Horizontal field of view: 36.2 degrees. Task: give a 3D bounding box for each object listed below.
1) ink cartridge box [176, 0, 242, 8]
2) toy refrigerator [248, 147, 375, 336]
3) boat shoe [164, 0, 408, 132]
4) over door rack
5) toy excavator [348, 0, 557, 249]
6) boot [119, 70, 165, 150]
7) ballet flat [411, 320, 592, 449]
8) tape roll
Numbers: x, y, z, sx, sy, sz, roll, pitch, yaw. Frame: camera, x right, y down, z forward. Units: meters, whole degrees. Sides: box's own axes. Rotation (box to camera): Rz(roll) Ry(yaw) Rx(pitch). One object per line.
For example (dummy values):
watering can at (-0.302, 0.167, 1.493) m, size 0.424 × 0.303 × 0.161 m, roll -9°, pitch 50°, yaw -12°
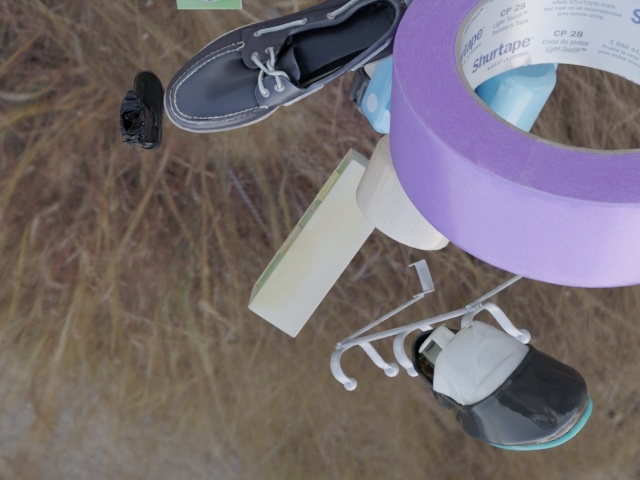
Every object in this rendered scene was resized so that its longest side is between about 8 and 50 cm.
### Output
ink cartridge box at (-0.177, -0.468, 1.516) m, size 0.109 × 0.062 × 0.209 m, roll 0°, pitch 129°, yaw 3°
toy refrigerator at (0.000, 0.000, 1.452) m, size 0.094 × 0.102 × 0.269 m, roll 34°, pitch 103°, yaw -8°
boat shoe at (-0.029, -0.142, 0.751) m, size 0.206 × 0.065 × 0.075 m, roll -21°, pitch 93°, yaw 3°
over door rack at (0.189, 0.105, 1.399) m, size 0.239 × 0.324 × 0.108 m, roll -19°, pitch 103°, yaw 36°
toy excavator at (0.186, -0.175, 1.301) m, size 0.433 × 0.445 × 0.222 m, roll -1°, pitch 132°, yaw -31°
boot at (-0.244, -0.181, 1.325) m, size 0.045 × 0.099 × 0.121 m, roll -3°, pitch 85°, yaw 7°
ballet flat at (0.139, 0.122, 0.881) m, size 0.096 × 0.095 × 0.280 m, roll 45°, pitch 169°, yaw -6°
tape roll at (0.188, -0.101, 0.712) m, size 0.275 × 0.275 × 0.090 m, roll 9°, pitch 142°, yaw 10°
